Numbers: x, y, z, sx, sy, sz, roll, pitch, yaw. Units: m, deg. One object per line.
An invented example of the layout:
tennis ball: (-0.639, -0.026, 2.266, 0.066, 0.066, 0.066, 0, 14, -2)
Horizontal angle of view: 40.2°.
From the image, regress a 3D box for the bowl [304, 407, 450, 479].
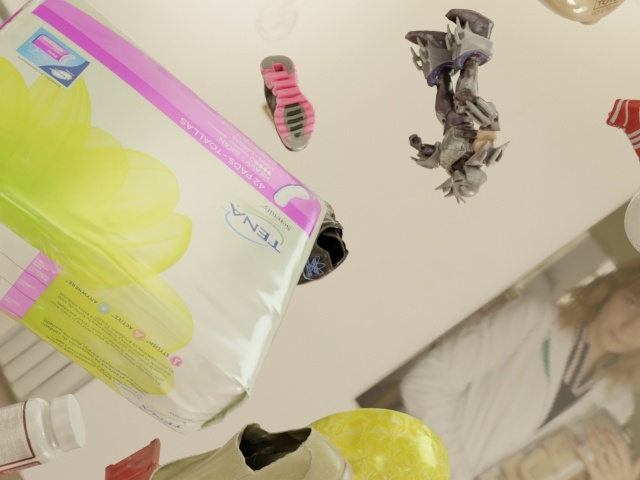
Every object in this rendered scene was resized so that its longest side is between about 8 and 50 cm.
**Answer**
bowl: (0.073, 0.424, 1.392, 0.289, 0.289, 0.156, 51, 19, -27)

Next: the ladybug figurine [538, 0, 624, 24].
ladybug figurine: (0.383, -0.554, 1.340, 0.162, 0.305, 0.449, 33, -42, 54)

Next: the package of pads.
package of pads: (-0.149, -0.025, 0.648, 0.296, 0.101, 0.229, 38, 41, -14)

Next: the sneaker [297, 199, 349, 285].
sneaker: (0.000, 0.000, 1.196, 0.232, 0.090, 0.081, -58, 137, -62)

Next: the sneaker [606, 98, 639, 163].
sneaker: (0.462, -0.160, 1.295, 0.067, 0.042, 0.118, 18, -41, 39)

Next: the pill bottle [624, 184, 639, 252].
pill bottle: (0.486, -0.050, 1.197, 0.108, 0.108, 0.193, 54, 34, 0)

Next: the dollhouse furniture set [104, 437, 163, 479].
dollhouse furniture set: (-0.397, 0.546, 1.568, 0.201, 0.374, 0.152, 60, 4, -24)

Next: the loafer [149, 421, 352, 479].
loafer: (-0.096, 0.274, 1.067, 0.102, 0.268, 0.092, -63, 138, -66)

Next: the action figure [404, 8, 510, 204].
action figure: (0.191, -0.181, 1.243, 0.099, 0.185, 0.285, 11, 66, -29)

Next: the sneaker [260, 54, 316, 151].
sneaker: (-0.038, -0.142, 0.951, 0.057, 0.047, 0.119, 113, -33, -59)

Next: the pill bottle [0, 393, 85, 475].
pill bottle: (-0.553, 0.358, 1.595, 0.121, 0.221, 0.121, 165, -90, -84)
